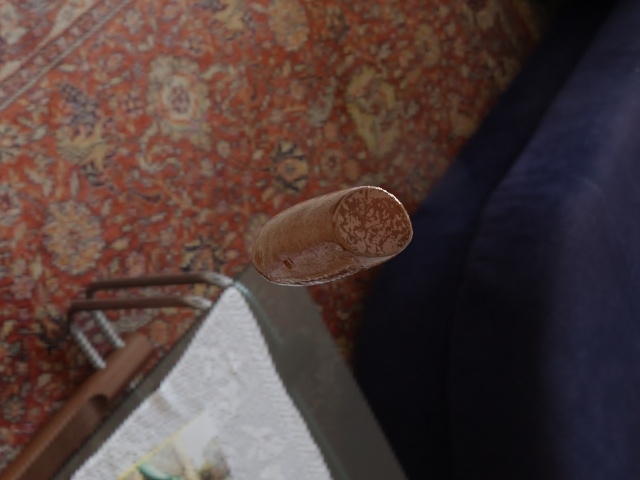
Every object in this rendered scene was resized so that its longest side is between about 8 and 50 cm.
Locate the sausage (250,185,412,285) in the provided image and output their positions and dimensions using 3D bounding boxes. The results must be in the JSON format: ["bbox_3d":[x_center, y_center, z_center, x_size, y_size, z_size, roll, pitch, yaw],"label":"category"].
[{"bbox_3d":[0.000,0.000,1.496,0.113,0.259,0.114,6,78,-30],"label":"sausage"}]
